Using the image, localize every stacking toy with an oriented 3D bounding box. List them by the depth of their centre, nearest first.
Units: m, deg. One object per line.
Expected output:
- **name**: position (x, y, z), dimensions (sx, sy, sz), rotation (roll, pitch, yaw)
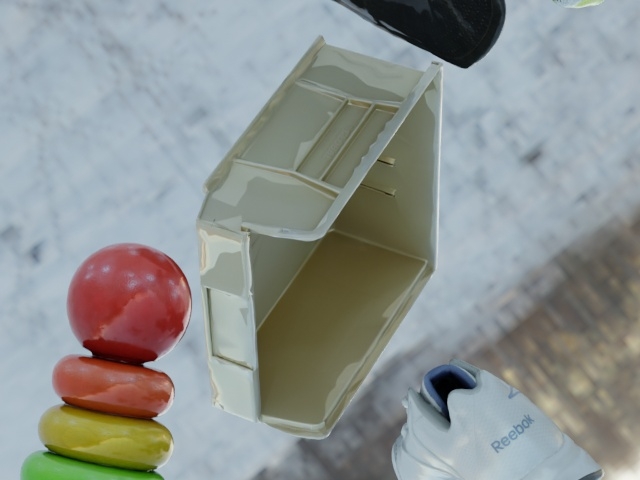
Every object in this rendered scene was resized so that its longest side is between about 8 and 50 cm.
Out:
- **stacking toy**: position (-0.157, 0.165, 1.399), dimensions (0.141, 0.141, 0.330), rotation (59, 42, -85)

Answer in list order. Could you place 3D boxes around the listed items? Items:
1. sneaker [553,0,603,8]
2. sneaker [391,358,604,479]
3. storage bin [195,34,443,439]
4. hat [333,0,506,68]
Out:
- **sneaker**: position (0.193, -0.228, 1.346), dimensions (0.126, 0.091, 0.240), rotation (-13, -147, 0)
- **sneaker**: position (0.115, 0.147, 1.509), dimensions (0.111, 0.129, 0.297), rotation (-37, -175, -17)
- **storage bin**: position (0.000, 0.000, 1.766), dimensions (0.260, 0.123, 0.262), rotation (-55, 156, -38)
- **hat**: position (0.044, -0.293, 1.619), dimensions (0.134, 0.331, 0.331), rotation (-52, 178, -15)
